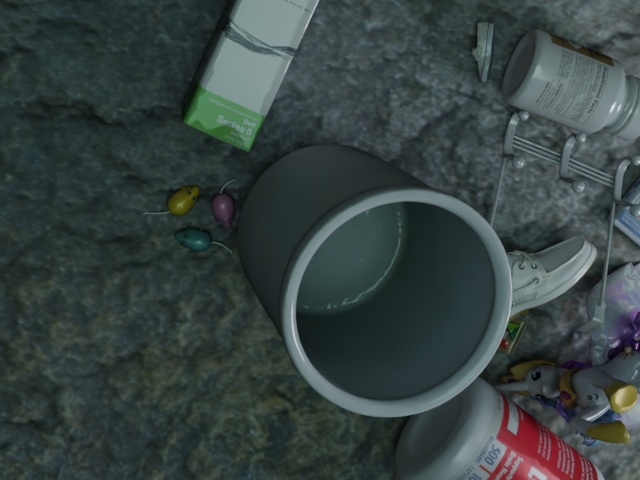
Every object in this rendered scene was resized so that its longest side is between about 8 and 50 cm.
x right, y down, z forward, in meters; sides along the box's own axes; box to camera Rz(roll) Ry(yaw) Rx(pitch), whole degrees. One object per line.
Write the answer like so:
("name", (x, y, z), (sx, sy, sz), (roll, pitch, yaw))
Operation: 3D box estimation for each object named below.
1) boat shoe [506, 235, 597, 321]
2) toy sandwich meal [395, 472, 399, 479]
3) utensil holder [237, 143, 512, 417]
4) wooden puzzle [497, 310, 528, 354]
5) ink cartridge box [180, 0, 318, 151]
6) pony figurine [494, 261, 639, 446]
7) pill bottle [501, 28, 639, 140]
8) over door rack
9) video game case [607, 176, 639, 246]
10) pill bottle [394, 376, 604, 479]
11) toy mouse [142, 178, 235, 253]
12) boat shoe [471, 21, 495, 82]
("boat shoe", (0.342, 0.063, 1.885), (0.277, 0.098, 0.096), (-33, 111, 2))
("toy sandwich meal", (0.176, 0.429, 1.993), (0.085, 0.029, 0.086), (-2, 104, -7))
("utensil holder", (0.057, 0.040, 1.639), (0.327, 0.385, 0.328), (-4, 106, -15))
("wooden puzzle", (0.325, 0.164, 1.955), (0.078, 0.014, 0.116), (14, 102, -11))
("ink cartridge box", (-0.109, -0.294, 1.681), (0.114, 0.198, 0.273), (24, 100, -13))
("pony figurine", (0.516, 0.221, 1.859), (0.350, 0.363, 0.303), (-18, 99, -19))
("pill bottle", (0.427, -0.250, 1.802), (0.229, 0.131, 0.131), (19, 101, -12))
("over door rack", (0.394, -0.038, 1.801), (0.239, 0.108, 0.324), (21, 72, -9))
("video game case", (0.721, -0.057, 1.941), (0.329, 0.036, 0.300), (37, 97, -15))
("pill bottle", (0.348, 0.433, 1.915), (0.407, 0.229, 0.229), (37, 97, -15))
("toy mouse", (-0.189, -0.029, 1.824), (0.161, 0.031, 0.143), (-33, 106, 1))
("boat shoe", (0.268, -0.313, 1.818), (0.035, 0.035, 0.100), (8, 109, 18))
